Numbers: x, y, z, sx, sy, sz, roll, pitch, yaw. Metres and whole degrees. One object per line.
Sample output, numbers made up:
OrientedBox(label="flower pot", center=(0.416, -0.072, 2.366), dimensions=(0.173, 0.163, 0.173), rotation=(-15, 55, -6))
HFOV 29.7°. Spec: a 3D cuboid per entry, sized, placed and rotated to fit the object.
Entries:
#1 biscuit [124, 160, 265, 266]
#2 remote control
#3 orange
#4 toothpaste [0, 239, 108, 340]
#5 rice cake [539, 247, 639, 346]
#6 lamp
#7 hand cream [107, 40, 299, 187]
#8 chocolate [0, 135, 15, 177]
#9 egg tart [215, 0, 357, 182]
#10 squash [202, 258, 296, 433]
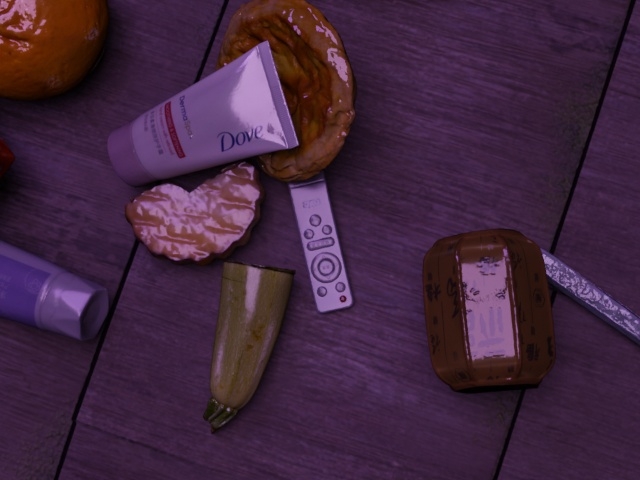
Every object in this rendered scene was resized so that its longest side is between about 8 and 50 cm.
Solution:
OrientedBox(label="biscuit", center=(-0.154, -0.024, 1.539), dimensions=(0.183, 0.061, 0.118), rotation=(-13, 80, 6))
OrientedBox(label="remote control", center=(0.000, 0.000, 1.536), dimensions=(0.049, 0.027, 0.184), rotation=(-13, 83, 5))
OrientedBox(label="orange", center=(-0.382, -0.288, 1.551), dimensions=(0.219, 0.193, 0.219), rotation=(0, 91, -7))
OrientedBox(label="toothpaste", center=(-0.449, 0.034, 1.556), dimensions=(0.371, 0.080, 0.125), rotation=(18, 83, 15))
OrientedBox(label="rice cake", center=(0.342, 0.077, 1.479), dimensions=(0.207, 0.033, 0.033), rotation=(36, 84, 11))
OrientedBox(label="lamp", center=(0.198, 0.086, 1.433), dimensions=(0.161, 0.161, 0.185), rotation=(-6, 77, 5))
OrientedBox(label="hand cream", center=(-0.145, -0.138, 1.501), dimensions=(0.247, 0.083, 0.133), rotation=(-21, 86, 27))
OrientedBox(label="chocolate", center=(-0.520, -0.104, 1.518), dimensions=(0.237, 0.108, 0.235), rotation=(-47, 62, 14))
OrientedBox(label="egg tart", center=(-0.034, -0.192, 1.506), dimensions=(0.241, 0.106, 0.241), rotation=(13, 110, 41))
OrientedBox(label="squash", center=(-0.102, 0.133, 1.501), dimensions=(0.094, 0.094, 0.224), rotation=(15, 90, 9))
